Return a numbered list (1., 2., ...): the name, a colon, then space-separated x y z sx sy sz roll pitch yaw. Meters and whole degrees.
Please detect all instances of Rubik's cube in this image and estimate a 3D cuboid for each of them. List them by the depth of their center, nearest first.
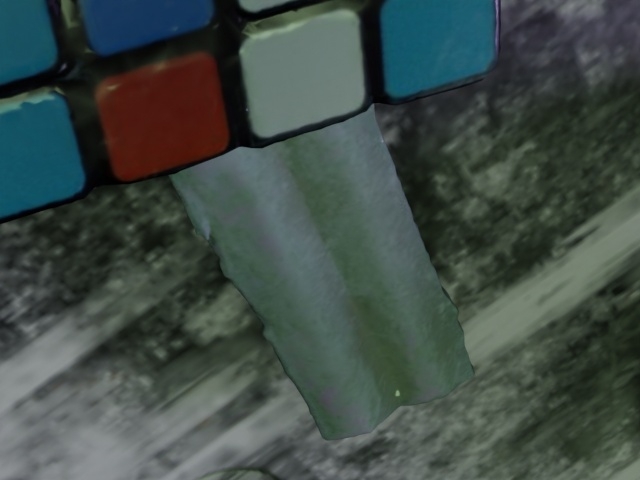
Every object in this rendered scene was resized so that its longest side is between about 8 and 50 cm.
1. Rubik's cube: -0.053 -0.121 0.380 0.154 0.155 0.151 -18 132 -13

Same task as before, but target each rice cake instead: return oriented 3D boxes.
1. rice cake: 0.000 0.000 0.592 0.085 0.040 0.226 -29 135 -3
